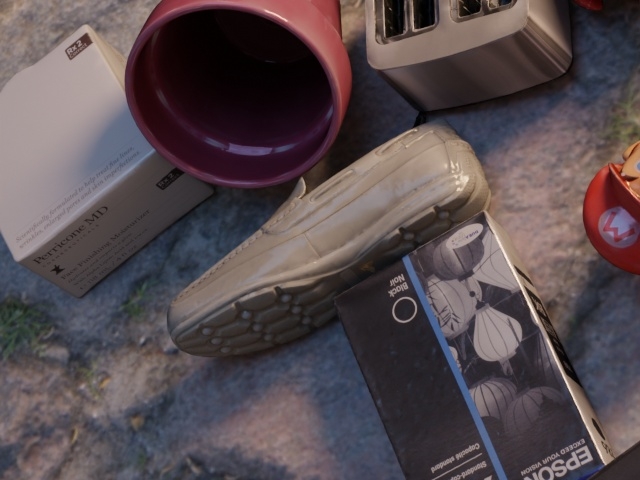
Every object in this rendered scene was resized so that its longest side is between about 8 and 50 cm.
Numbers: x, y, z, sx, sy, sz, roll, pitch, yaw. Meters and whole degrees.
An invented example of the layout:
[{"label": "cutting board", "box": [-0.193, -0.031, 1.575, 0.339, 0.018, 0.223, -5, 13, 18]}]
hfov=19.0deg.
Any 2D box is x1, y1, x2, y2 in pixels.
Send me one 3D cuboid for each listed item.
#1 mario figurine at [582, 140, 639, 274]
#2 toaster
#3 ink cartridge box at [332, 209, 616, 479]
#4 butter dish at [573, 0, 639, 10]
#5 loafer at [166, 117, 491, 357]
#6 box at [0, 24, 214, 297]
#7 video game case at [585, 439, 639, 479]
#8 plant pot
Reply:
[{"label": "mario figurine", "box": [0.344, -0.099, 1.543, 0.320, 0.170, 0.198, -41, 23, -2]}, {"label": "toaster", "box": [0.132, -0.209, 1.727, 0.168, 0.110, 0.185, -13, 65, 28]}, {"label": "ink cartridge box", "box": [0.143, 0.152, 1.616, 0.165, 0.065, 0.332, -31, 61, 12]}, {"label": "butter dish", "box": [0.259, -0.257, 1.684, 0.160, 0.160, 0.118, 43, 116, 33]}, {"label": "loafer", "box": [0.000, 0.000, 1.726, 0.319, 0.112, 0.111, -28, 55, 6]}, {"label": "box", "box": [-0.233, -0.076, 1.861, 0.181, 0.119, 0.182, -38, 58, 10]}, {"label": "video game case", "box": [0.337, 0.149, 1.407, 0.275, 0.248, 0.035, -38, 57, 9]}, {"label": "plant pot", "box": [-0.061, -0.176, 1.763, 0.201, 0.201, 0.180, -12, 31, 22]}]
